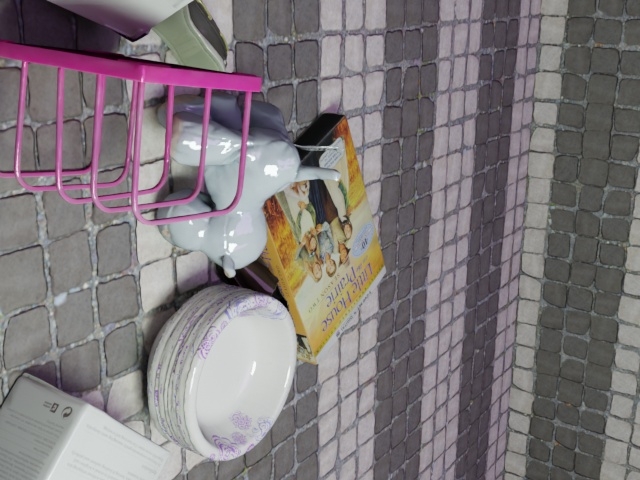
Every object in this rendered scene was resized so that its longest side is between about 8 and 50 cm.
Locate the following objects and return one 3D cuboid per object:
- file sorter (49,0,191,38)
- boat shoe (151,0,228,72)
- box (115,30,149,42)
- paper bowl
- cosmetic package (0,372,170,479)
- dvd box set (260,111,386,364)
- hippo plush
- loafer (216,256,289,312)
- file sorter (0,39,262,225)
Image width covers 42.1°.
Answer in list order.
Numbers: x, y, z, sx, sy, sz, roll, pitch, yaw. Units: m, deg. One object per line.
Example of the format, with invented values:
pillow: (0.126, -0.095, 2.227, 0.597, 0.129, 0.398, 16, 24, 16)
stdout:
file sorter: (-0.279, -0.381, 0.932, 0.277, 0.193, 0.173, 21, 78, -30)
boat shoe: (-0.211, -0.339, 1.243, 0.069, 0.081, 0.228, -80, 149, -43)
box: (-0.267, -0.409, 1.091, 0.183, 0.056, 0.231, 29, 74, -31)
paper bowl: (-0.177, 0.214, 1.402, 0.284, 0.148, 0.284, -23, 119, -52)
cosmetic package: (-0.396, 0.410, 1.132, 0.385, 0.156, 0.217, -62, 143, -21)
dvd box set: (0.000, 0.000, 1.677, 0.307, 0.062, 0.420, -49, 137, -36)
hippo plush: (-0.134, -0.085, 1.321, 0.234, 0.294, 0.236, -79, -173, -64)
loafer: (-0.113, 0.070, 1.514, 0.080, 0.078, 0.220, -62, 144, -23)
file sorter: (-0.257, -0.140, 1.043, 0.202, 0.290, 0.182, -10, 112, -55)
